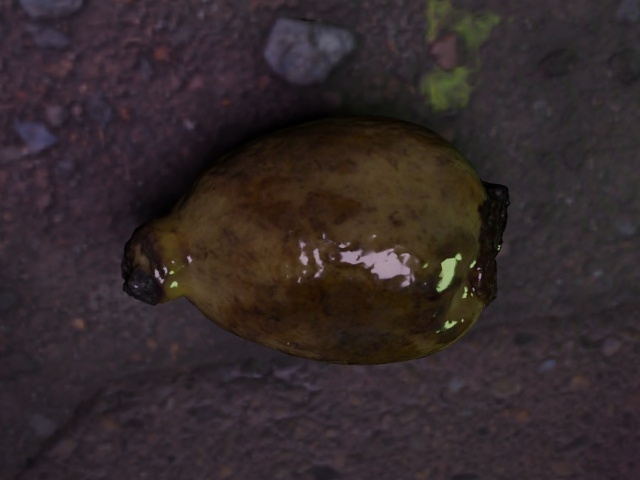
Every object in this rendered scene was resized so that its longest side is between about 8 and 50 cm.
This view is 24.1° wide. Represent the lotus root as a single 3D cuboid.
[{"bbox_3d":[0.000,0.000,0.810,0.214,0.138,0.138,1,109,-10],"label":"lotus root"}]
